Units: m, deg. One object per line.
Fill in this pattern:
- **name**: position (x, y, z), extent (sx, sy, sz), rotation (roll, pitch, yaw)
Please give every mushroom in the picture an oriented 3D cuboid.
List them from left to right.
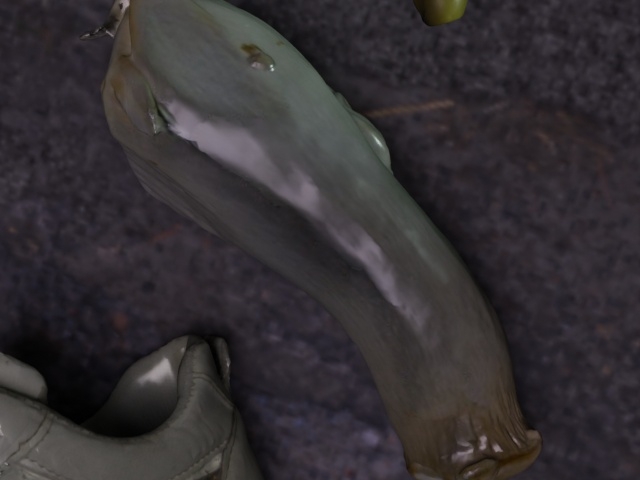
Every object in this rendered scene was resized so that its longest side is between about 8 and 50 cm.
- **mushroom**: position (0.001, -0.002, 0.858), extent (0.096, 0.099, 0.278), rotation (-40, 98, 20)

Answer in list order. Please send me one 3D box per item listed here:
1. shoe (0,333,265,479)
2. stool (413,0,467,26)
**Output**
- **shoe**: position (-0.165, 0.143, 0.844), extent (0.342, 0.132, 0.211), rotation (-10, 93, -30)
- **stool**: position (0.077, -0.158, 0.800), extent (0.135, 0.134, 0.111), rotation (2, 115, 53)
